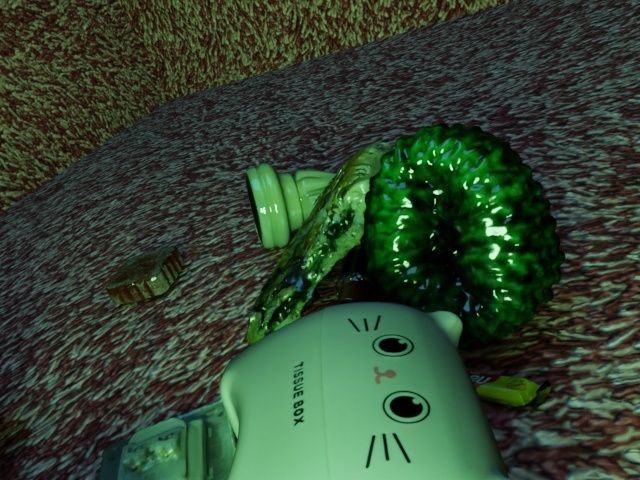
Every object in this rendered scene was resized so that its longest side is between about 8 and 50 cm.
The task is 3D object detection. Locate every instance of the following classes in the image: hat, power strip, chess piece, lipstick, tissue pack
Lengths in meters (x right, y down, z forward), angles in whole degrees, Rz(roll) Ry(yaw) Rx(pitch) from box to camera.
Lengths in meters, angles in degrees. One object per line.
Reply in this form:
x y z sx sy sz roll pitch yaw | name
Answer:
0.208 -0.013 0.899 0.242 0.274 0.332 2 5 25 | hat
-0.201 0.279 0.828 0.198 0.064 0.213 -23 24 -4 | power strip
0.008 -0.094 1.320 0.298 0.176 0.176 -13 24 -8 | chess piece
0.070 0.034 1.060 0.081 0.081 0.300 -14 26 20 | lipstick
0.045 0.206 0.560 0.236 0.229 0.333 -20 25 8 | tissue pack

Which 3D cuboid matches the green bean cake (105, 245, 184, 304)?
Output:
-0.362 0.075 1.382 0.135 0.056 0.136 -16 26 18 | green bean cake

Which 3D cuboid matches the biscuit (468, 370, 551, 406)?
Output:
0.133 0.166 0.811 0.292 0.026 0.048 1 15 42 | biscuit

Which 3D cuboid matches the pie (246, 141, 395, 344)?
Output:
0.000 0.000 1.051 0.371 0.078 0.296 -54 5 10 | pie
